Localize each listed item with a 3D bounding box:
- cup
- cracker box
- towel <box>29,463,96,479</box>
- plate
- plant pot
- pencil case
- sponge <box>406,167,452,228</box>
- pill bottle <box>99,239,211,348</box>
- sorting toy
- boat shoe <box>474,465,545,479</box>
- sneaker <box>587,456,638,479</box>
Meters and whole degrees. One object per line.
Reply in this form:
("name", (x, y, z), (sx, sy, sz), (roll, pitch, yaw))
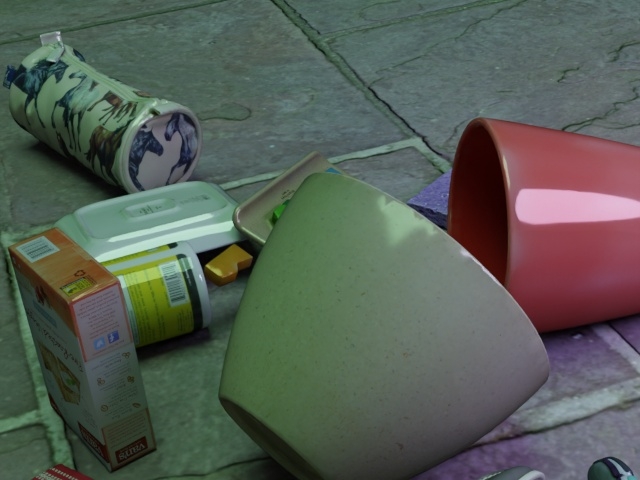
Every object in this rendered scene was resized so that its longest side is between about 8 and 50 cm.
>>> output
("cup", (0.034, 0.129, 1.213), (0.331, 0.331, 0.237), (26, 68, 42))
("cracker box", (-0.264, 0.121, 1.304), (0.067, 0.232, 0.155), (-26, 36, -28))
("towel", (-0.312, 0.325, 1.154), (0.199, 0.031, 0.275), (12, 33, 42))
("plate", (-0.238, -0.027, 1.669), (0.278, 0.045, 0.277), (-15, 18, -16))
("plant pot", (0.303, -0.012, 1.430), (0.243, 0.275, 0.275), (1, 30, -9))
("pencil case", (-0.355, -0.201, 1.904), (0.160, 0.184, 0.410), (-26, 37, -32))
("sponge", (0.233, -0.076, 1.741), (0.117, 0.031, 0.210), (18, 39, 35))
("pill bottle", (-0.252, 0.081, 1.479), (0.208, 0.119, 0.119), (-15, 32, -15))
("sorting toy", (0.000, 0.000, 1.561), (0.229, 0.041, 0.307), (35, 45, 16))
("boat shoe", (0.083, 0.301, 1.063), (0.095, 0.112, 0.335), (24, 45, 33))
("sneaker", (0.265, 0.289, 1.083), (0.098, 0.083, 0.224), (-12, 32, 0))
